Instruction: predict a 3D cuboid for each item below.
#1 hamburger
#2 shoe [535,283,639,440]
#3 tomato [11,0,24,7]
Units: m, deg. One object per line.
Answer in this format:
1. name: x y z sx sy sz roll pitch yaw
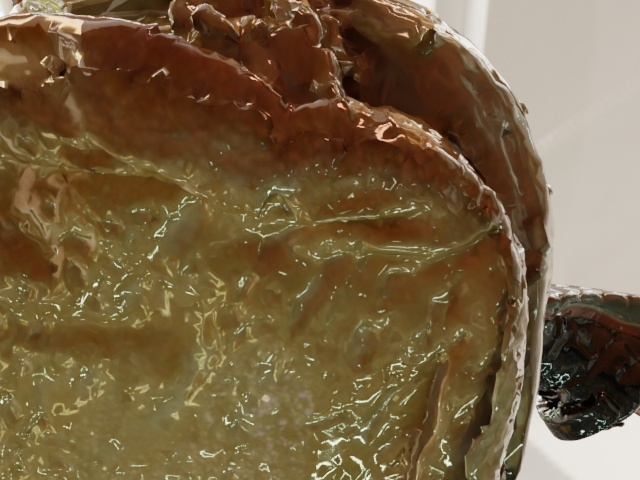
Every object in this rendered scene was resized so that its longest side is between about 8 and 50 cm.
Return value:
1. hamburger: -0.054 0.037 0.600 0.286 0.243 0.146 -33 -169 19
2. shoe: 0.216 0.108 1.618 0.291 0.137 0.114 7 -179 -28
3. tomato: -0.108 -0.208 0.996 0.184 0.208 0.208 -20 -135 -24
